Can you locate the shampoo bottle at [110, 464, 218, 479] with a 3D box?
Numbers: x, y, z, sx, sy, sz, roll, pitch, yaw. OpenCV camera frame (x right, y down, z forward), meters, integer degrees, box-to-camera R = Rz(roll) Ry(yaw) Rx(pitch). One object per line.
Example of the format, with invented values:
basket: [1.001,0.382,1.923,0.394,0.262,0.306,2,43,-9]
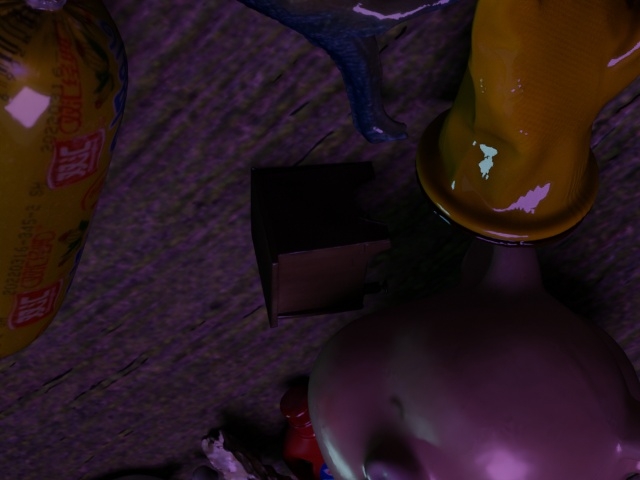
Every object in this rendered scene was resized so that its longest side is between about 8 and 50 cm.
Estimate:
shampoo bottle: [-0.152,0.222,1.561,0.152,0.045,0.077,-28,136,28]

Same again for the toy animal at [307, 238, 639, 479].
toy animal: [0.125,0.127,1.306,0.326,0.237,0.269,-20,159,-52]

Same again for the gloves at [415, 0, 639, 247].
gloves: [0.141,-0.129,1.086,0.116,0.133,0.294,31,143,12]

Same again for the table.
table: [0.000,0.000,1.266,0.082,0.083,0.070,-7,141,-7]

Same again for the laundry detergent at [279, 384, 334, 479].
laundry detergent: [0.010,0.166,1.516,0.097,0.049,0.165,-13,141,24]

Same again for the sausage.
sausage: [-0.193,-0.041,1.144,0.123,0.123,0.347,6,142,-17]

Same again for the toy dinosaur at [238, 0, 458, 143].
toy dinosaur: [-0.016,-0.160,1.057,0.147,0.076,0.363,-27,141,29]

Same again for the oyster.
oyster: [-0.014,0.209,1.522,0.200,0.106,0.061,42,78,-28]
